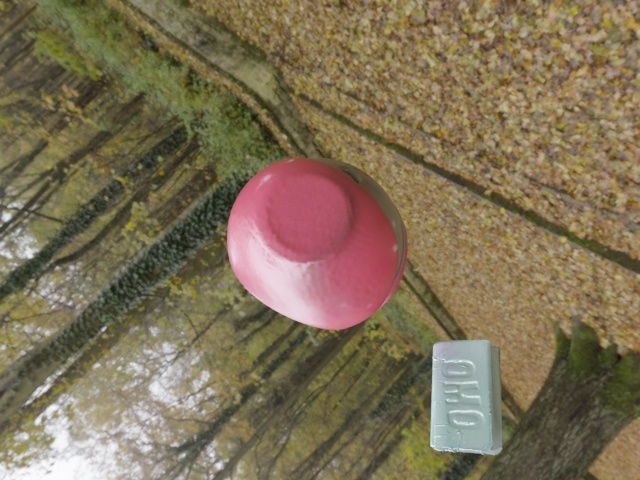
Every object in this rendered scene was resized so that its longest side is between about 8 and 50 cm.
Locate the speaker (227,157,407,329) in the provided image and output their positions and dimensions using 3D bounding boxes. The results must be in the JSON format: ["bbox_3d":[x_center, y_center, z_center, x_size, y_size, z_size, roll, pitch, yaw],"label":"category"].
[{"bbox_3d":[0.000,0.000,0.758,0.294,0.294,0.294,42,176,4],"label":"speaker"}]

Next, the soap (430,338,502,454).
[{"bbox_3d":[0.344,0.370,1.102,0.150,0.261,0.094,-15,143,38],"label":"soap"}]
